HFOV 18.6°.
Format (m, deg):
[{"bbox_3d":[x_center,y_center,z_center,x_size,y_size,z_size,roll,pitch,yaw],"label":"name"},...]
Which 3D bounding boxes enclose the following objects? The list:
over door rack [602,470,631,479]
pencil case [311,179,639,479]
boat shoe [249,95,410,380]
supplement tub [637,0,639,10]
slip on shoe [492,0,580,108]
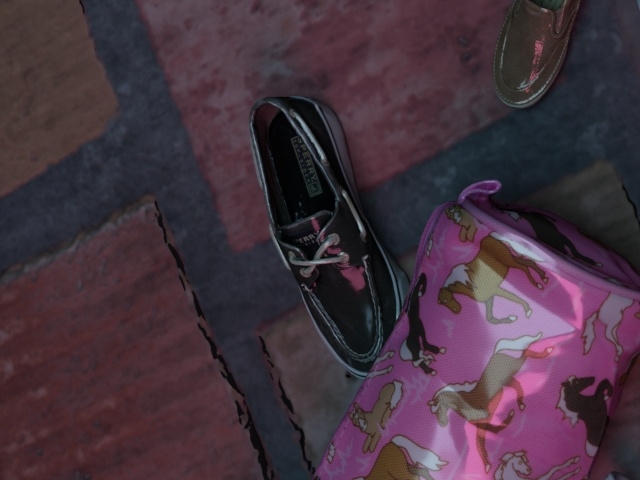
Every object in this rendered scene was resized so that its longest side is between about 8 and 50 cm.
[{"bbox_3d":[0.348,0.191,1.195,0.239,0.108,0.324,-50,50,17],"label":"over door rack"},{"bbox_3d":[0.082,0.153,1.314,0.386,0.167,0.160,-63,33,12],"label":"pencil case"},{"bbox_3d":[0.000,0.000,1.398,0.078,0.070,0.219,-26,79,23],"label":"boat shoe"},{"bbox_3d":[0.372,-0.166,1.129,0.325,0.235,0.235,-37,75,21],"label":"supplement tub"},{"bbox_3d":[0.152,-0.156,1.340,0.051,0.041,0.135,31,103,22],"label":"slip on shoe"}]
